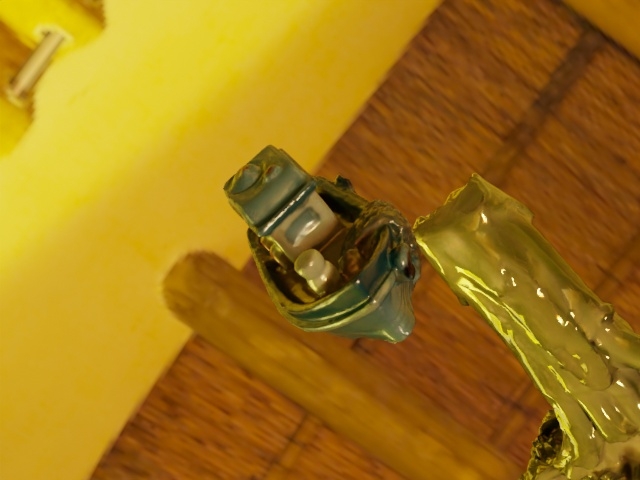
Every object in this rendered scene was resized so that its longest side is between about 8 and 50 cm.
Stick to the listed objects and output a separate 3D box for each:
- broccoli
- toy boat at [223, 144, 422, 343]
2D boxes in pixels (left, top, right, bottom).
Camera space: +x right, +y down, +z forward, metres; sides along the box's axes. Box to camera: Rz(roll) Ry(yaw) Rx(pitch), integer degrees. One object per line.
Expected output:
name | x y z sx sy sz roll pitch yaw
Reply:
broccoli | 0.251 0.137 1.484 0.275 0.397 0.353 -59 165 -69
toy boat | 0.000 0.000 1.088 0.109 0.098 0.238 -41 -153 -2
